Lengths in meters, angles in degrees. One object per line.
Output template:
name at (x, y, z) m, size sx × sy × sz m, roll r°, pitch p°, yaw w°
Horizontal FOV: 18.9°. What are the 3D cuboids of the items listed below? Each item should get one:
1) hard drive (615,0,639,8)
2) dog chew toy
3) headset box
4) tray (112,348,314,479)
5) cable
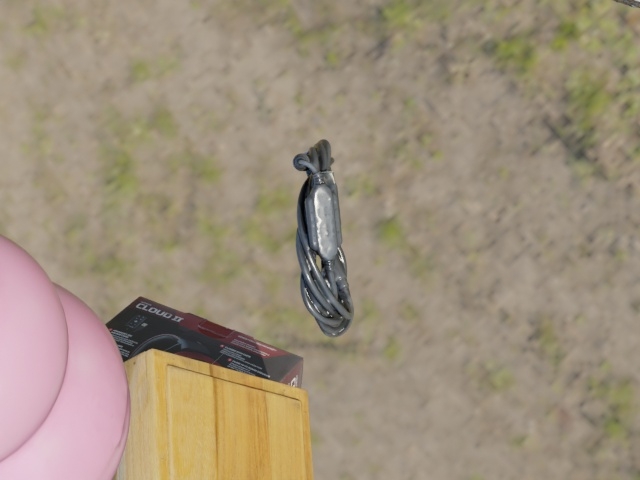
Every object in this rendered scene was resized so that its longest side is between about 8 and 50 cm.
hard drive at (0.333, -0.245, 1.309) m, size 0.064 × 0.339 × 0.236 m, roll 28°, pitch 102°, yaw 58°
dog chew toy at (-0.252, 0.082, 1.283) m, size 0.207 × 0.206 × 0.332 m, roll 29°, pitch 162°, yaw 25°
headset box at (-0.167, 0.185, 2.063) m, size 0.218 × 0.293 × 0.110 m, roll 19°, pitch 123°, yaw 20°
tray at (-0.090, 0.320, 1.784) m, size 0.076 × 0.203 × 0.410 m, roll -27°, pitch 57°, yaw 40°
cable at (0.000, 0.000, 1.811) m, size 0.047 × 0.150 × 0.184 m, roll -8°, pitch 101°, yaw 1°
